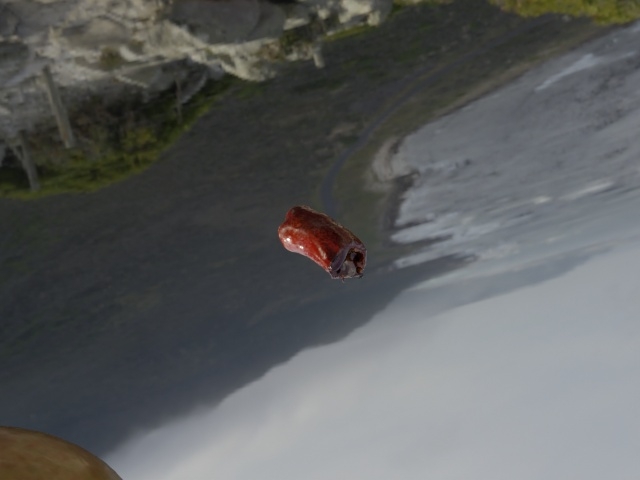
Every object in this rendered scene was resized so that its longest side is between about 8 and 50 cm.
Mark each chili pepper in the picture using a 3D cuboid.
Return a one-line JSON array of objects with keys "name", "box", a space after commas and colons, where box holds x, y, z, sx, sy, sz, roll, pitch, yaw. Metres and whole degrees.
[{"name": "chili pepper", "box": [0.000, 0.000, 1.140, 0.073, 0.070, 0.123, -29, -135, -31]}]

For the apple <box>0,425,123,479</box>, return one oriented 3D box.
[{"name": "apple", "box": [-0.253, 0.305, 0.555, 0.392, 0.391, 0.346, -20, -164, 36]}]
